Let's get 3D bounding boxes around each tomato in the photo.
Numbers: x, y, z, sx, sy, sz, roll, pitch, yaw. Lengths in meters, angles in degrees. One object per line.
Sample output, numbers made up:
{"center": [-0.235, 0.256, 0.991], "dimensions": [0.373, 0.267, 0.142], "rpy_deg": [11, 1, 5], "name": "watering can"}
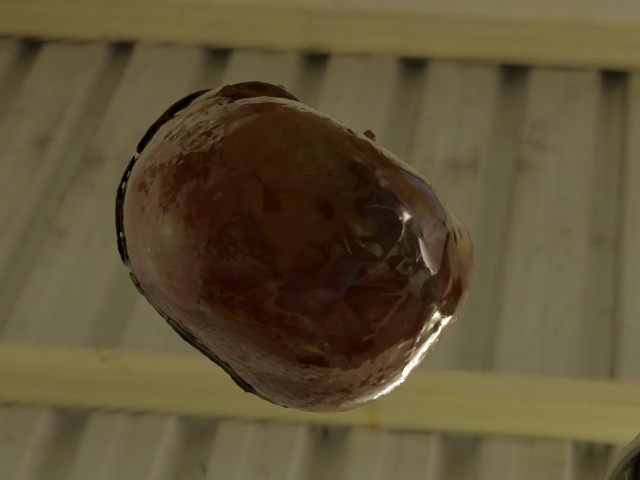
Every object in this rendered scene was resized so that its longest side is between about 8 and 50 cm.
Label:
{"center": [0.000, 0.000, 1.018], "dimensions": [0.181, 0.214, 0.155], "rpy_deg": [-63, -158, -14], "name": "tomato"}

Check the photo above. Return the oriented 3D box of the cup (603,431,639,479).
{"center": [0.356, 0.132, 1.140], "dimensions": [0.212, 0.212, 0.317], "rpy_deg": [26, -138, 29], "name": "cup"}
